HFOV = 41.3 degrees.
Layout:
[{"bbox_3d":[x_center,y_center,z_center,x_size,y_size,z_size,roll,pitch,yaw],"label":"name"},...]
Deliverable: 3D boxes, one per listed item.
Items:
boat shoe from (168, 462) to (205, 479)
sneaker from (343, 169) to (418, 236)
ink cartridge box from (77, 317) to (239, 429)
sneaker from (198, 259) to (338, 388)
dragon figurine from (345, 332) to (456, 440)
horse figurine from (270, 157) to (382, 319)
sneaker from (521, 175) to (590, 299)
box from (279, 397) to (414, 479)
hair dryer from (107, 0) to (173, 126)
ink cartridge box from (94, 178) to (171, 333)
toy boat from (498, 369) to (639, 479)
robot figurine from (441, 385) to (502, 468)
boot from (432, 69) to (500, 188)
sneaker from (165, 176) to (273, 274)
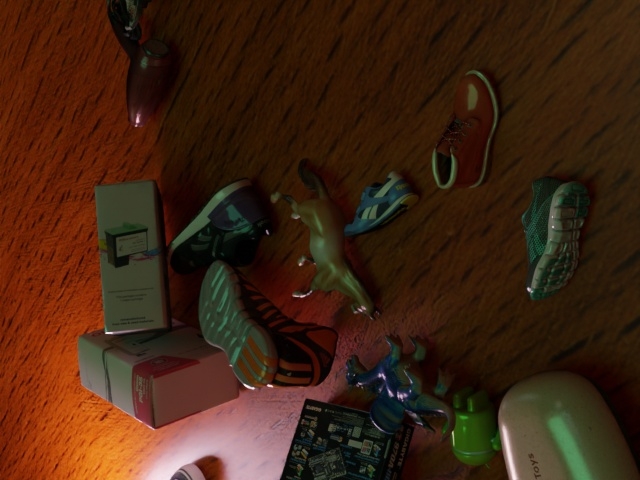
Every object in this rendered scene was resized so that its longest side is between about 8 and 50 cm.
[{"bbox_3d":[-0.364,0.641,1.907,0.127,0.158,0.340,46,132,28],"label":"boat shoe"},{"bbox_3d":[0.084,-0.051,1.274,0.144,0.053,0.059,-36,75,38],"label":"sneaker"},{"bbox_3d":[-0.330,0.253,1.708,0.283,0.207,0.117,16,112,44],"label":"ink cartridge box"},{"bbox_3d":[-0.087,0.153,1.449,0.124,0.180,0.321,-62,37,21],"label":"sneaker"},{"bbox_3d":[0.127,0.235,1.249,0.289,0.085,0.144,52,131,53],"label":"dragon figurine"},{"bbox_3d":[0.000,0.000,1.372,0.174,0.066,0.263,4,107,53],"label":"horse figurine"},{"bbox_3d":[0.285,-0.006,1.070,0.076,0.065,0.166,43,129,52],"label":"sneaker"},{"bbox_3d":[0.036,0.363,1.392,0.220,0.051,0.175,1,68,47],"label":"box"},{"bbox_3d":[-0.350,-0.368,1.657,0.224,0.080,0.293,22,113,60],"label":"hair dryer"},{"bbox_3d":[-0.357,0.039,1.636,0.201,0.117,0.278,130,134,-79],"label":"ink cartridge box"},{"bbox_3d":[0.365,0.278,1.017,0.318,0.148,0.267,-23,80,56],"label":"toy boat"},{"bbox_3d":[0.218,0.269,1.214,0.101,0.067,0.115,4,105,43],"label":"robot figurine"},{"bbox_3d":[0.185,-0.142,1.108,0.059,0.085,0.157,18,114,45],"label":"boot"},{"bbox_3d":[-0.188,0.014,1.559,0.124,0.107,0.283,56,136,11],"label":"sneaker"}]
